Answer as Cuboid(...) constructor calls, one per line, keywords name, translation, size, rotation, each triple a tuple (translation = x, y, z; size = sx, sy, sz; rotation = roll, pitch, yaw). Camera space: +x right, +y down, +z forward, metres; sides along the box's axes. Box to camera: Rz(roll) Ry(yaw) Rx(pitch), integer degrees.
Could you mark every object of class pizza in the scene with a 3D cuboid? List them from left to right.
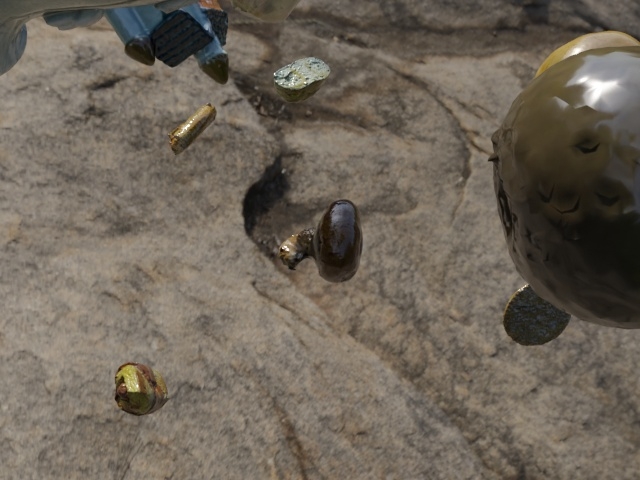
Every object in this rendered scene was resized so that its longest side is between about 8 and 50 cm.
Cuboid(name="pizza", translation=(-0.338, -0.281, 1.708), size=(0.062, 0.161, 0.182), rotation=(43, 53, -14))

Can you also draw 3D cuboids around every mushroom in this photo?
Cuboid(name="mushroom", translation=(0.032, -0.001, 1.965), size=(0.254, 0.267, 0.267), rotation=(16, 48, -18))

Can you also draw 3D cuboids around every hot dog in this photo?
Cuboid(name="hot dog", translation=(-0.420, 0.344, 1.529), size=(0.093, 0.261, 0.123), rotation=(-23, 75, -5))

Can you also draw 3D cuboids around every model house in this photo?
Cuboid(name="model house", translation=(-0.279, -0.405, 1.258), size=(0.291, 0.184, 0.253), rotation=(57, 19, -1))

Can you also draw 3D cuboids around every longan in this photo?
Cuboid(name="longan", translation=(0.444, -0.088, 1.010), size=(0.404, 0.404, 0.436), rotation=(37, 41, 9))

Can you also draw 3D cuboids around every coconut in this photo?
Cuboid(name="coconut", translation=(-0.162, -0.735, 1.911), size=(0.227, 0.230, 0.227), rotation=(32, 33, -24))

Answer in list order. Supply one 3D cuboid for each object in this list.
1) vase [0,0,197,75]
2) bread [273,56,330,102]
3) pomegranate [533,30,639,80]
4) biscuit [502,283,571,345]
Cuboid(name="vase", translation=(-0.210, -0.299, 0.594), size=(0.250, 0.445, 0.250), rotation=(42, 39, -48))
Cuboid(name="bread", translation=(-0.048, -0.367, 1.569), size=(0.083, 0.094, 0.157), rotation=(47, 39, 14))
Cuboid(name="pomegranate", translation=(0.571, -0.274, 1.356), size=(0.307, 0.307, 0.307), rotation=(12, 49, -14))
Cuboid(name="biscuit", translation=(0.653, 0.221, 2.014), size=(0.219, 0.220, 0.033), rotation=(16, 18, -10))
